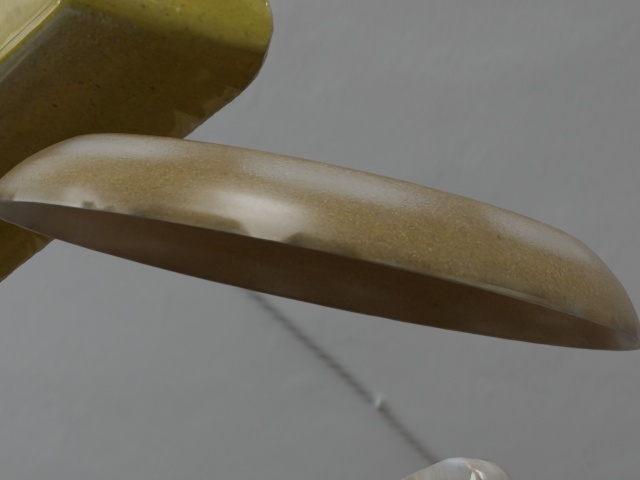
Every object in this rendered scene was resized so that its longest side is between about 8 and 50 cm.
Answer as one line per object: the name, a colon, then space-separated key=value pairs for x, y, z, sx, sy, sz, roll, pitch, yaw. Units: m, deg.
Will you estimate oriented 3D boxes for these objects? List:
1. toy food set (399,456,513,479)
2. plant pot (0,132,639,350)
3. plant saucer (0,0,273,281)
toy food set: x=0.141 y=0.094 z=0.523 sx=0.306 sy=0.092 sz=0.220 roll=5 pitch=-18 yaw=-17
plant pot: x=0.000 y=0.000 z=0.697 sx=0.236 sy=0.236 sz=0.032 roll=12 pitch=-95 yaw=3
plant saucer: x=-0.188 y=-0.166 z=1.064 sx=0.081 sy=0.333 sz=0.332 roll=5 pitch=-29 yaw=-42
